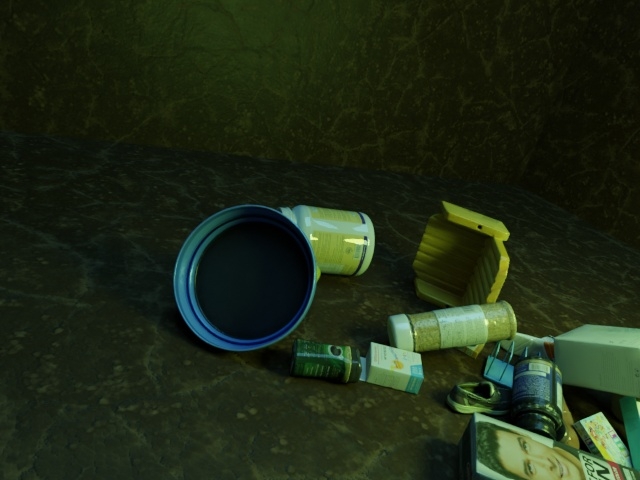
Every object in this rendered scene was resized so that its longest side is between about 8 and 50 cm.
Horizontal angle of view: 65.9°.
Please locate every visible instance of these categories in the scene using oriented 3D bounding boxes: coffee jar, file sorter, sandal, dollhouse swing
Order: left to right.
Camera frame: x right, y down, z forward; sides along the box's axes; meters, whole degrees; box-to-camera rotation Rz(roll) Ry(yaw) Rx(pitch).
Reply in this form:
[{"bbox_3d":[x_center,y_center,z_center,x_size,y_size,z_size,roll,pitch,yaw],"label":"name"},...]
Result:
[{"bbox_3d":[0.016,0.315,1.289,0.185,0.078,0.096,10,24,-5],"label":"coffee jar"},{"bbox_3d":[0.455,0.100,1.681,0.316,0.346,0.305,23,26,19],"label":"dollhouse swing"},{"bbox_3d":[0.588,0.374,1.461,0.171,0.104,0.118,22,25,17],"label":"file sorter"},{"bbox_3d":[0.721,0.346,1.599,0.266,0.101,0.076,21,26,19],"label":"sandal"}]

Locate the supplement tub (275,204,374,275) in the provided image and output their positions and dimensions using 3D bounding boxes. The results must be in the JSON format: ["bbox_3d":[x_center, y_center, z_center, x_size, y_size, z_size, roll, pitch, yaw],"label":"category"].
[{"bbox_3d":[0.000,0.000,1.772,0.332,0.240,0.241,6,26,-18],"label":"supplement tub"}]

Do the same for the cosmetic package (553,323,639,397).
[{"bbox_3d":[0.814,0.326,1.380,0.224,0.138,0.225,-5,0,-40],"label":"cosmetic package"}]

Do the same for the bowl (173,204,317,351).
[{"bbox_3d":[-0.196,0.100,1.324,0.392,0.390,0.077,22,-8,15],"label":"bowl"}]

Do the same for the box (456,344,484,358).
[{"bbox_3d":[0.452,0.321,1.591,0.136,0.028,0.081,29,28,25],"label":"box"}]

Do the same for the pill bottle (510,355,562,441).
[{"bbox_3d":[0.560,0.420,1.282,0.123,0.122,0.219,19,43,10],"label":"pill bottle"}]

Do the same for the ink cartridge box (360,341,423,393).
[{"bbox_3d":[0.181,0.343,1.349,0.182,0.061,0.104,13,24,-1],"label":"ink cartridge box"}]

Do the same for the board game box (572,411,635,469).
[{"bbox_3d":[0.721,0.521,1.245,0.104,0.026,0.154,-2,52,-33],"label":"board game box"}]

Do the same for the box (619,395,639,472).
[{"bbox_3d":[0.833,0.513,1.235,0.101,0.060,0.244,20,47,-2],"label":"box"}]

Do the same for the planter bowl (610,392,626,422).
[{"bbox_3d":[0.915,0.471,1.429,0.162,0.109,0.162,12,25,-6],"label":"planter bowl"}]

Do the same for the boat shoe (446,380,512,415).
[{"bbox_3d":[0.445,0.416,1.325,0.224,0.073,0.080,5,25,-20],"label":"boat shoe"}]

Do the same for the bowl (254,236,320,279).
[{"bbox_3d":[-0.158,0.121,1.486,0.290,0.289,0.155,18,68,7],"label":"bowl"}]

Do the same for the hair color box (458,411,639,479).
[{"bbox_3d":[0.495,0.531,1.058,0.375,0.113,0.185,18,25,8],"label":"hair color box"}]

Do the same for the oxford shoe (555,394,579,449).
[{"bbox_3d":[0.640,0.485,1.316,0.076,0.076,0.212,41,29,-2],"label":"oxford shoe"}]

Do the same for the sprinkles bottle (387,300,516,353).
[{"bbox_3d":[0.381,0.257,1.449,0.356,0.121,0.121,-8,27,-3],"label":"sprinkles bottle"}]
